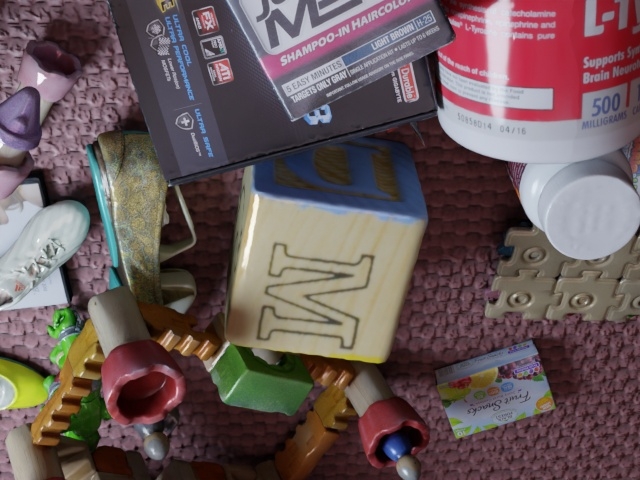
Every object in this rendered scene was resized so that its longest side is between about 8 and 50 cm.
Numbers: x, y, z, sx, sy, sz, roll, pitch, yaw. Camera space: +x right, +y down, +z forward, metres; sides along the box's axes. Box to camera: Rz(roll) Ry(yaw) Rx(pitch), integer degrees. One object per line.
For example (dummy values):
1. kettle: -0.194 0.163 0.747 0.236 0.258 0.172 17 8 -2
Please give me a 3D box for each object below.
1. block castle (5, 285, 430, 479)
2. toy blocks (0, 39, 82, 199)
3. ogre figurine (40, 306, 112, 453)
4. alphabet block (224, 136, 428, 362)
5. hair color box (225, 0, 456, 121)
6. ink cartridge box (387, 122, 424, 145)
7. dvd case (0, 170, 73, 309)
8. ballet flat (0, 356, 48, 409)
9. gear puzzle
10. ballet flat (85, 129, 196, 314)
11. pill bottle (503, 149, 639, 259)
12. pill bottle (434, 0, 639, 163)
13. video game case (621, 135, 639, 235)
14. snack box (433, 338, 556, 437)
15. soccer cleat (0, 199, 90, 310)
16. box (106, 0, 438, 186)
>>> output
1. block castle: -0.118 0.261 1.330 0.453 0.213 0.303 19 116 -39
2. toy blocks: -0.387 -0.202 1.081 0.309 0.288 0.260 28 119 -15
3. ogre figurine: -0.307 0.194 1.407 0.097 0.118 0.197 9 119 -36
4. alphabet block: 0.000 0.000 1.278 0.193 0.192 0.197 9 119 -7
5. hair color box: -0.032 -0.301 0.993 0.174 0.105 0.347 -26 110 10
6. ink cartridge box: 0.074 -0.155 1.261 0.029 0.063 0.115 -31 118 13
7. dvd case: -0.442 0.011 1.353 0.253 0.022 0.180 -6 121 0
8. ballet flat: -0.458 0.176 1.418 0.231 0.077 0.077 25 115 -17
9. gear puzzle: 0.380 0.032 1.397 0.339 0.044 0.175 2 135 -5
10. ballet flat: -0.203 0.029 1.332 0.123 0.123 0.348 -2 121 -2
11. pill bottle: 0.270 -0.078 1.227 0.121 0.221 0.121 -1 121 -2
12. pill bottle: 0.219 -0.299 1.087 0.229 0.229 0.407 -6 121 0
13. video game case: 0.407 -0.076 1.354 0.143 0.019 0.157 -1 121 -3
14. snack box: 0.233 0.199 1.497 0.141 0.037 0.100 -19 121 8
15. soccer cleat: -0.344 0.029 1.312 0.196 0.076 0.068 -38 116 17
16. box: -0.055 -0.231 1.120 0.293 0.073 0.295 -14 112 1
